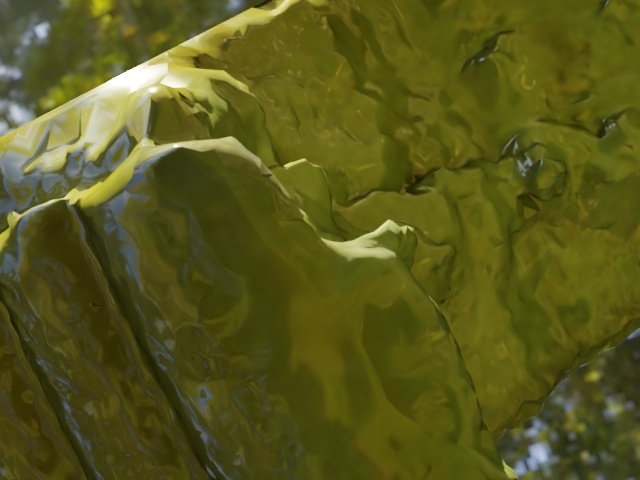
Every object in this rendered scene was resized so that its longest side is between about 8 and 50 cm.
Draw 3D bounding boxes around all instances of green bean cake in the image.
[{"bbox_3d":[0.000,0.000,0.485,0.236,0.233,0.124,-34,-79,-45],"label":"green bean cake"}]
